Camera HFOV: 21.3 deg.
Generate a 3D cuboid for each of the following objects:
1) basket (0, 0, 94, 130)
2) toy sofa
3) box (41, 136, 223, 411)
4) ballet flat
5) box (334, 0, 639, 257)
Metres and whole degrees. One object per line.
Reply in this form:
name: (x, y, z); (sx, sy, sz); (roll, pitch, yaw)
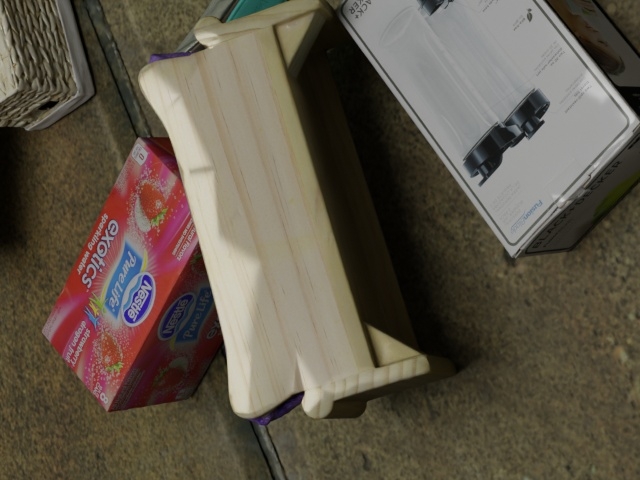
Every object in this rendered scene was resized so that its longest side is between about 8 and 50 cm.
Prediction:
basket: (-0.335, -0.213, 1.845); (0.113, 0.103, 0.167); (-26, 76, 40)
toy sofa: (-0.020, -0.021, 1.507); (0.177, 0.150, 0.362); (-19, 81, 11)
box: (-0.154, 0.032, 1.689); (0.128, 0.122, 0.257); (46, 120, 28)
ballet flat: (-0.095, -0.202, 1.672); (0.213, 0.072, 0.068); (-48, 35, 31)
box: (0.156, -0.146, 1.430); (0.169, 0.087, 0.290); (-50, 61, 31)
